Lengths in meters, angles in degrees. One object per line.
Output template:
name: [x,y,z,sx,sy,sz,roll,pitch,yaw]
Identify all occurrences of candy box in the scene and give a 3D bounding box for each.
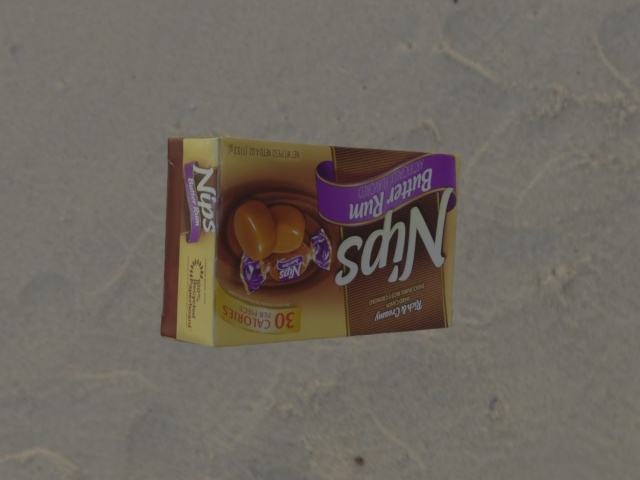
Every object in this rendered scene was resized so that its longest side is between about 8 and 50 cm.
candy box: [0.000,0.000,0.627,0.053,0.187,0.109,5,94,48]
